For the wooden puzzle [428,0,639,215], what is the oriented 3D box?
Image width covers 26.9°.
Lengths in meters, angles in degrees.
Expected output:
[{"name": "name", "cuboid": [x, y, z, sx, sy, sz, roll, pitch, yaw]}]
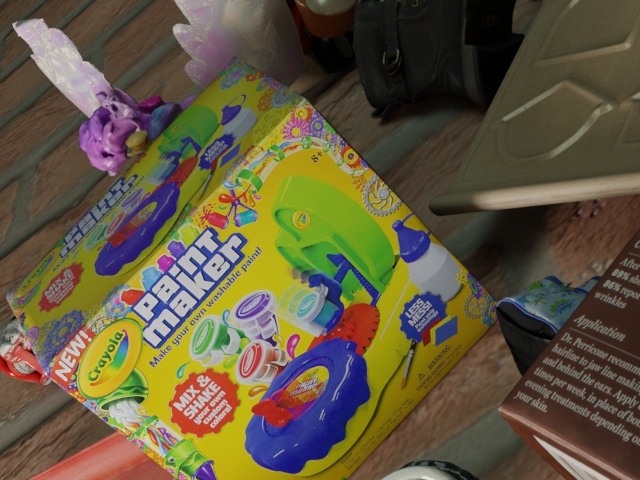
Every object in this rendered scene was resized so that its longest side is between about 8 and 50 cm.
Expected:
[{"name": "wooden puzzle", "cuboid": [0.291, -0.142, 1.157, 0.322, 0.080, 0.348, -5, 44, 49]}]

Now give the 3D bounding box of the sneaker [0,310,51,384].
[{"name": "sneaker", "cuboid": [-0.289, 0.094, 1.583, 0.270, 0.090, 0.145, -18, 40, 45]}]

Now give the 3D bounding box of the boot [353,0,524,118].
[{"name": "boot", "cuboid": [0.110, -0.251, 1.394, 0.229, 0.091, 0.263, 15, 108, 53]}]

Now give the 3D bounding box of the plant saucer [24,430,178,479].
[{"name": "plant saucer", "cuboid": [-0.220, 0.301, 1.274, 0.258, 0.048, 0.259, -30, 34, 26]}]

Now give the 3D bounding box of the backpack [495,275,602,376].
[{"name": "backpack", "cuboid": [0.190, 0.077, 0.980, 0.084, 0.105, 0.114, -28, 25, -15]}]

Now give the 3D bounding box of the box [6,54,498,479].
[{"name": "box", "cuboid": [-0.057, 0.053, 1.140, 0.290, 0.279, 0.177, -47, 29, -2]}]

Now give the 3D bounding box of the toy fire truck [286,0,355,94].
[{"name": "toy fire truck", "cuboid": [-0.090, -0.311, 1.673, 0.158, 0.246, 0.217, -29, 33, 26]}]

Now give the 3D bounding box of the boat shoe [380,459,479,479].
[{"name": "boat shoe", "cuboid": [0.003, 0.274, 0.984, 0.302, 0.091, 0.114, -37, 74, 13]}]

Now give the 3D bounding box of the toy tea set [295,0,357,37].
[{"name": "toy tea set", "cuboid": [0.084, -0.384, 1.598, 0.200, 0.124, 0.336, 10, 56, 18]}]

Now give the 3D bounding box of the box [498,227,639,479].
[{"name": "box", "cuboid": [0.313, 0.026, 0.850, 0.381, 0.143, 0.191, -51, 29, -7]}]

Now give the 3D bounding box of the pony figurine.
[{"name": "pony figurine", "cuboid": [-0.137, -0.089, 1.378, 0.302, 0.351, 0.363, -11, 47, 29]}]
